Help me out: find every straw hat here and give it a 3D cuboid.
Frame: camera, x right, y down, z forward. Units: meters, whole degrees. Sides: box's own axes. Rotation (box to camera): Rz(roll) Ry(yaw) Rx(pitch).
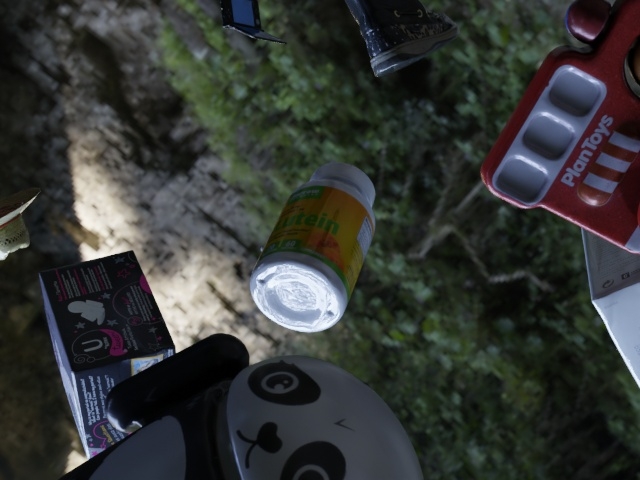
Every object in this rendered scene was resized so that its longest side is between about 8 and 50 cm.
[{"bbox_3d":[-0.402,-0.010,1.519,0.144,0.144,0.061,-77,-37,-69],"label":"straw hat"}]

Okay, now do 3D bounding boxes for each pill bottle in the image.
[{"bbox_3d":[0.000,0.000,1.695,0.136,0.136,0.245,37,-138,-13],"label":"pill bottle"}]

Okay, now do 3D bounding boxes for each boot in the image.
[{"bbox_3d":[0.091,-0.314,1.525,0.178,0.085,0.236,62,-152,-7],"label":"boot"}]

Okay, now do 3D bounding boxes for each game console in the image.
[{"bbox_3d":[-0.129,-0.431,2.319,0.122,0.071,0.107,-2,-96,-58],"label":"game console"}]

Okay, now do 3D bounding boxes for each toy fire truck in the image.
[{"bbox_3d":[0.345,-0.136,1.283,0.254,0.302,0.169,25,-161,-11],"label":"toy fire truck"}]

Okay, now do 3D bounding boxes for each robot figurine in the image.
[{"bbox_3d":[-0.068,0.187,0.753,0.209,0.278,0.173,56,-164,-8],"label":"robot figurine"}]

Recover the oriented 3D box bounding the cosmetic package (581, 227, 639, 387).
[{"bbox_3d":[0.481,0.037,1.704,0.217,0.156,0.385,56,-157,-23],"label":"cosmetic package"}]

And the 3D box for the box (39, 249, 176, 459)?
[{"bbox_3d":[-0.289,0.154,1.642,0.142,0.163,0.247,-12,-145,-16],"label":"box"}]

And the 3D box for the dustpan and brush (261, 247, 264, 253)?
[{"bbox_3d":[-0.086,0.072,2.387,0.147,0.060,0.211,35,-179,-35],"label":"dustpan and brush"}]
